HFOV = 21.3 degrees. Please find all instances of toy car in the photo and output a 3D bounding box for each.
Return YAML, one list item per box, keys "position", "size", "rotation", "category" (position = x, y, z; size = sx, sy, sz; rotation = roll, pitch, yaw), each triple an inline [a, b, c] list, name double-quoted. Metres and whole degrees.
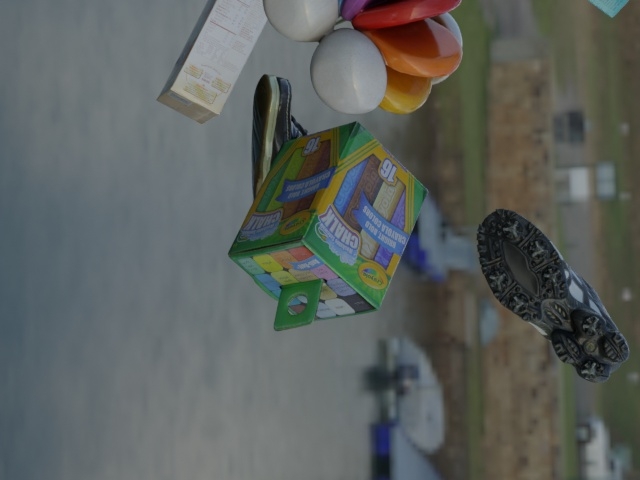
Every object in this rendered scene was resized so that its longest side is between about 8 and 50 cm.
- position: [0.054, -0.205, 1.465]
  size: [0.159, 0.136, 0.182]
  rotation: [-28, 82, -43]
  category: "toy car"

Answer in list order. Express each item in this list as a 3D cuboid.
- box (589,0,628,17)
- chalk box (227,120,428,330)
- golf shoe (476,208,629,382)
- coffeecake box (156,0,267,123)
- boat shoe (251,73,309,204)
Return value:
- position: [0.312, -0.404, 2.265]
  size: [0.060, 0.244, 0.100]
  rotation: [-48, -160, 25]
  category: "box"
- position: [0.000, 0.000, 1.846]
  size: [0.132, 0.132, 0.213]
  rotation: [43, 55, -29]
  category: "chalk box"
- position: [0.223, 0.051, 1.671]
  size: [0.198, 0.077, 0.094]
  rotation: [53, 13, -3]
  category: "golf shoe"
- position: [-0.118, -0.240, 2.027]
  size: [0.185, 0.068, 0.142]
  rotation: [-64, -170, -6]
  category: "coffeecake box"
- position: [-0.042, -0.107, 1.991]
  size: [0.223, 0.073, 0.080]
  rotation: [96, -13, -46]
  category: "boat shoe"
